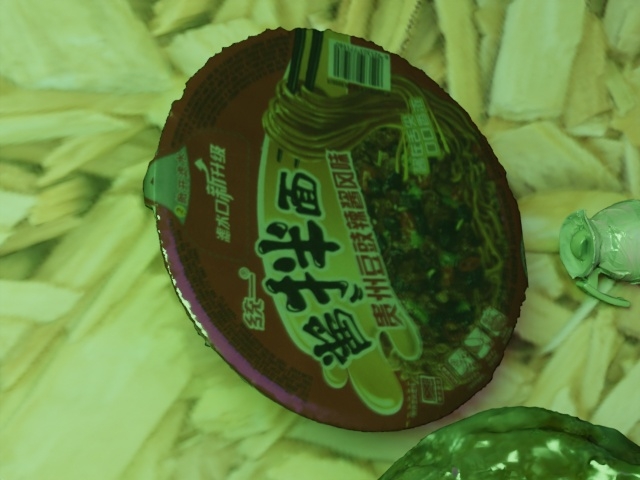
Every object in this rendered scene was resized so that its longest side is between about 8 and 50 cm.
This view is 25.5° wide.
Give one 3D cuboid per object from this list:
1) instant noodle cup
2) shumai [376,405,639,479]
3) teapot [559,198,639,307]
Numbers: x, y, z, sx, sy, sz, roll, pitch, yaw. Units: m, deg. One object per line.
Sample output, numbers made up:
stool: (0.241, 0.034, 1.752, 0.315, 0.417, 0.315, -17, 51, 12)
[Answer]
instant noodle cup: (0.000, 0.000, 0.923, 0.274, 0.091, 0.274, 11, 66, -25)
shumai: (0.170, 0.256, 0.890, 0.263, 0.304, 0.309, 8, 60, -63)
teapot: (0.216, 0.011, 1.062, 0.064, 0.064, 0.083, -3, 104, -22)
